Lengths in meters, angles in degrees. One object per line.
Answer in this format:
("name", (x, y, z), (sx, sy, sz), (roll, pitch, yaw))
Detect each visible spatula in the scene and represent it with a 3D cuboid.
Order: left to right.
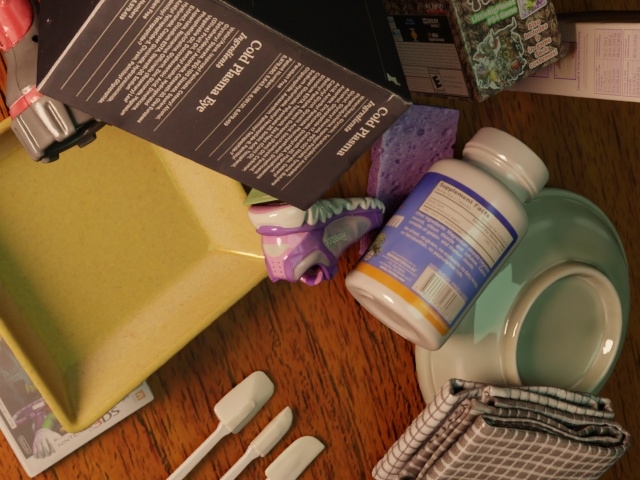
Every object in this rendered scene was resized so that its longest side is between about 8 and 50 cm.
("spatula", (-0.120, 0.300, 1.491), (0.242, 0.019, 0.168), (-44, 124, -14))

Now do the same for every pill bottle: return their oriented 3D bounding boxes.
("pill bottle", (0.168, -0.008, 1.478), (0.152, 0.152, 0.272), (44, 78, -29))

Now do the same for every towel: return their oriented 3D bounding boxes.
("towel", (0.246, 0.302, 1.571), (0.284, 0.121, 0.235), (11, 131, -29))

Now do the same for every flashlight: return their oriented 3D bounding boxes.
("flashlight", (-0.319, -0.227, 1.148), (0.103, 0.103, 0.304), (-33, 91, -24))

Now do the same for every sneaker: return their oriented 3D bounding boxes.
("sneaker", (0.000, 0.000, 1.413), (0.236, 0.095, 0.104), (-11, 95, -56))

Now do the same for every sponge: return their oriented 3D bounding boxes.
("sponge", (0.118, -0.077, 1.541), (0.117, 0.031, 0.210), (2, 100, -30))

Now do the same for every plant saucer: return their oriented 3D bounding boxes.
("plant saucer", (-0.248, -0.015, 1.292), (0.333, 0.081, 0.332), (-41, 118, -28))
("plant saucer", (0.321, 0.127, 1.648), (0.400, 0.100, 0.400), (-10, 109, -31))

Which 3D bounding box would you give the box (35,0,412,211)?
("box", (-0.105, -0.250, 1.178), (0.312, 0.343, 0.179), (23, 128, -31))

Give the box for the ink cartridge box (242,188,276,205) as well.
("ink cartridge box", (-0.028, -0.141, 1.357), (0.062, 0.109, 0.209), (50, 53, -30))

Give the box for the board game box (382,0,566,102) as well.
("board game box", (0.132, -0.330, 1.380), (0.141, 0.232, 0.291), (-30, 114, -23))

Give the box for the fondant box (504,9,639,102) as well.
("fondant box", (0.384, -0.243, 1.486), (0.238, 0.330, 0.096), (-10, 104, -28))

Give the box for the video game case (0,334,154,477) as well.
("video game case", (-0.306, 0.153, 1.347), (0.173, 0.022, 0.190), (-32, 114, -21))
